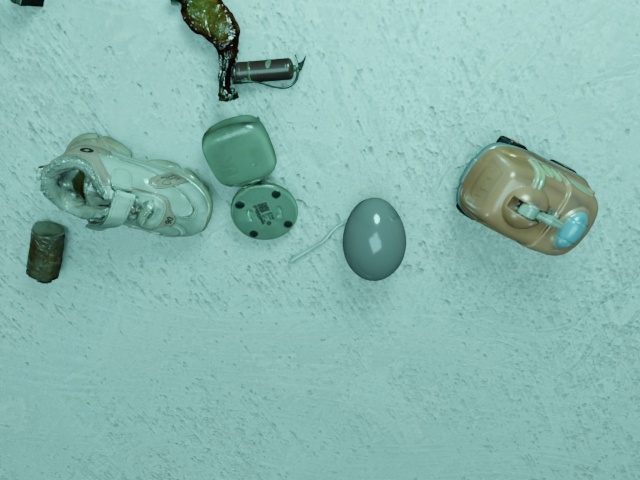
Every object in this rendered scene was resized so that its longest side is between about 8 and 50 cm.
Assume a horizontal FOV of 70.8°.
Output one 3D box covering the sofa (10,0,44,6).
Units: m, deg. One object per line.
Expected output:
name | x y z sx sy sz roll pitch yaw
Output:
sofa | -0.551 -0.523 0.842 0.060 0.085 0.147 27 114 -14

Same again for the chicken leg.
chicken leg | -0.209 -0.401 0.887 0.106 0.051 0.253 -23 96 5

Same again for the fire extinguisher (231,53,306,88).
fire extinguisher | -0.107 -0.345 0.932 0.157 0.045 0.078 -4 77 2

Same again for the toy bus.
toy bus | 0.443 -0.082 0.951 0.287 0.232 0.194 24 111 -8

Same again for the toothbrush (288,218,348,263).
toothbrush | 0.000 0.000 1.115 0.204 0.017 0.022 -33 91 15

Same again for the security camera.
security camera | -0.154 -0.134 1.025 0.157 0.080 0.302 -16 124 7

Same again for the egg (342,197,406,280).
egg | 0.124 -0.002 1.039 0.146 0.146 0.199 -4 108 3

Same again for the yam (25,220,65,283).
yam | -0.679 0.030 1.112 0.079 0.079 0.141 20 113 -8

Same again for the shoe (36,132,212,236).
shoe | -0.421 -0.089 0.982 0.351 0.198 0.172 22 115 -8
